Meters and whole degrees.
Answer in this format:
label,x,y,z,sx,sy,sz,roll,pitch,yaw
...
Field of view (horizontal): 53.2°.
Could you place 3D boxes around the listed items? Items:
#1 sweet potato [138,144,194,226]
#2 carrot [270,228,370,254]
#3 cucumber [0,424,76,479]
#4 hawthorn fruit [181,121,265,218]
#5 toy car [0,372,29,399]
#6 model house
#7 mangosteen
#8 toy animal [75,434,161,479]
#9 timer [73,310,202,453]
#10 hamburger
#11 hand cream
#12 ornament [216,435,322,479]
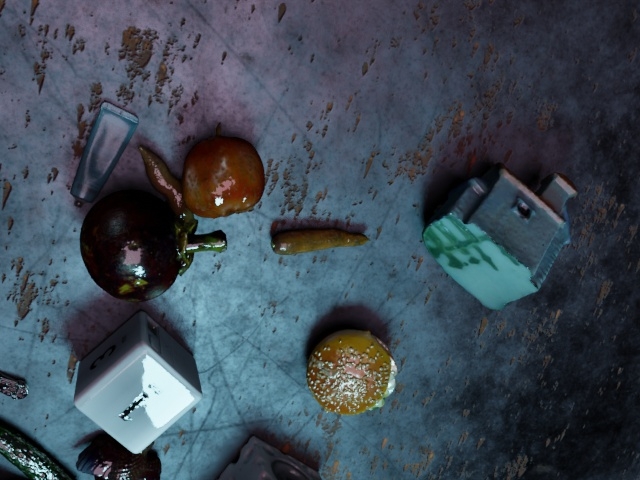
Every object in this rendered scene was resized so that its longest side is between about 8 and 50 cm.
label,x,y,z,sx,sy,sz,roll,pitch,yaw
sweet potato,-0.324,-0.113,1.377,0.065,0.051,0.219,-27,113,-5
carrot,0.000,0.000,1.510,0.247,0.059,0.059,-4,108,-19
cucumber,-0.667,0.499,1.461,0.067,0.067,0.294,-38,111,-2
hawthorn fruit,-0.207,-0.148,1.341,0.179,0.179,0.201,-9,97,-14
toy car,-0.692,0.322,1.417,0.093,0.025,0.041,29,98,-19
model house,0.454,-0.057,1.562,0.295,0.252,0.329,40,69,-1
mangosteen,-0.339,0.002,1.308,0.289,0.231,0.232,-13,110,-4
toy animal,-0.452,0.532,1.507,0.218,0.116,0.180,35,95,-17
timer,-0.399,0.308,1.410,0.195,0.192,0.194,-42,114,-1
hamburger,0.075,0.321,1.583,0.236,0.147,0.237,-4,105,-14
hand cream,-0.460,-0.172,1.328,0.083,0.048,0.224,26,92,-23
ornament,-0.127,0.687,1.586,0.239,0.240,0.240,36,94,-23
